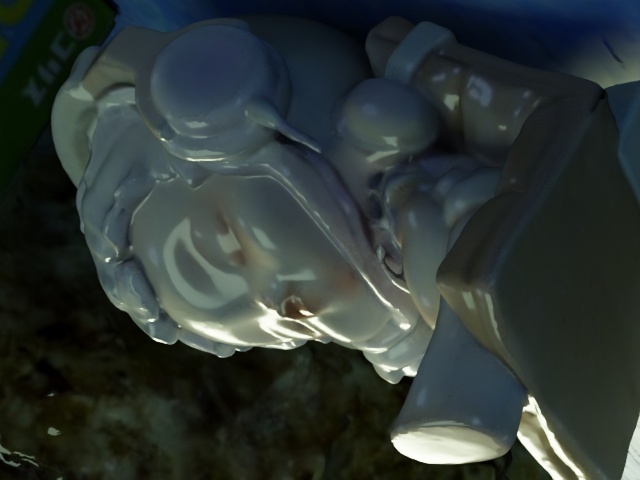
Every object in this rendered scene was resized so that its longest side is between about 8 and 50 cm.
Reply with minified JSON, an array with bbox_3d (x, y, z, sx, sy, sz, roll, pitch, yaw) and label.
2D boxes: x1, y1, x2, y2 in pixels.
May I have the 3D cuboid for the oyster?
[{"bbox_3d":[-0.073,0.036,0.826,0.396,0.204,0.111,30,125,-8],"label":"oyster"}]

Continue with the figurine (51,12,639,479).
[{"bbox_3d":[0.001,-0.003,0.642,0.237,0.141,0.162,15,152,37],"label":"figurine"}]

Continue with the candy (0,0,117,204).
[{"bbox_3d":[-0.174,-0.103,0.710,0.062,0.097,0.194,4,148,50],"label":"candy"}]
